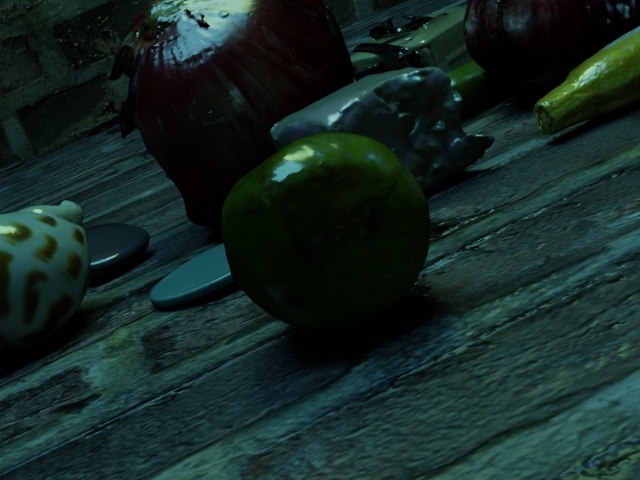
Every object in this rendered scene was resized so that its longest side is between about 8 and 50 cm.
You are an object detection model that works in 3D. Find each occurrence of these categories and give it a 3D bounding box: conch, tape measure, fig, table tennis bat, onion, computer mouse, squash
[{"bbox_3d":[-0.362,0.059,1.227,0.275,0.182,0.149,-30,50,-23],"label":"conch"},{"bbox_3d":[0.143,-0.298,1.814,0.232,0.132,0.271,-9,22,40],"label":"tape measure"},{"bbox_3d":[0.001,0.009,0.912,0.167,0.167,0.233,-28,-24,-21],"label":"fig"},{"bbox_3d":[-0.084,0.019,1.193,0.244,0.040,0.153,-17,16,34],"label":"table tennis bat"},{"bbox_3d":[0.303,-0.308,1.439,0.252,0.219,0.252,-8,20,3],"label":"onion"},{"bbox_3d":[-0.329,0.017,1.508,0.232,0.057,0.120,-5,22,48],"label":"computer mouse"},{"bbox_3d":[0.237,-0.235,1.564,0.069,0.069,0.258,-5,25,49],"label":"squash"},{"bbox_3d":[-0.109,-0.202,1.434,0.341,0.341,0.341,-21,15,6],"label":"onion"}]

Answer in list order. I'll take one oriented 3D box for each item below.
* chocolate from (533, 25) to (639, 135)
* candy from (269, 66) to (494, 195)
[{"bbox_3d":[0.335,-0.182,1.236,0.219,0.085,0.086,-30,16,-16],"label":"chocolate"},{"bbox_3d":[0.062,-0.112,1.254,0.185,0.137,0.195,-27,13,-19],"label":"candy"}]
